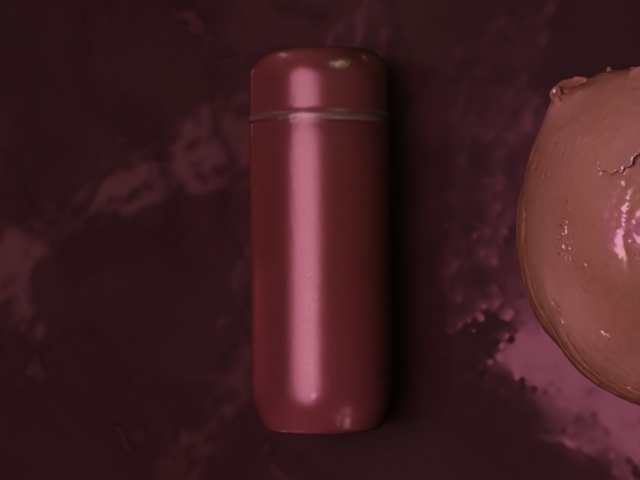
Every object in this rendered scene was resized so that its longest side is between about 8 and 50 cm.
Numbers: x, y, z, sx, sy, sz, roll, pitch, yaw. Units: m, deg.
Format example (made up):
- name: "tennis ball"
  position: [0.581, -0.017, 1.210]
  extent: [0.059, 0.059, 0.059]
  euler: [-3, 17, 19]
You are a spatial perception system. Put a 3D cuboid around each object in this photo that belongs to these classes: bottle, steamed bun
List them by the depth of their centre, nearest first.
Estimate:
- name: "steamed bun"
  position: [0.120, 0.001, 0.629]
  extent: [0.130, 0.091, 0.112]
  euler: [17, 99, 26]
- name: "bottle"
  position: [0.000, 0.000, 0.711]
  extent: [0.053, 0.053, 0.140]
  euler: [-1, 89, 27]
